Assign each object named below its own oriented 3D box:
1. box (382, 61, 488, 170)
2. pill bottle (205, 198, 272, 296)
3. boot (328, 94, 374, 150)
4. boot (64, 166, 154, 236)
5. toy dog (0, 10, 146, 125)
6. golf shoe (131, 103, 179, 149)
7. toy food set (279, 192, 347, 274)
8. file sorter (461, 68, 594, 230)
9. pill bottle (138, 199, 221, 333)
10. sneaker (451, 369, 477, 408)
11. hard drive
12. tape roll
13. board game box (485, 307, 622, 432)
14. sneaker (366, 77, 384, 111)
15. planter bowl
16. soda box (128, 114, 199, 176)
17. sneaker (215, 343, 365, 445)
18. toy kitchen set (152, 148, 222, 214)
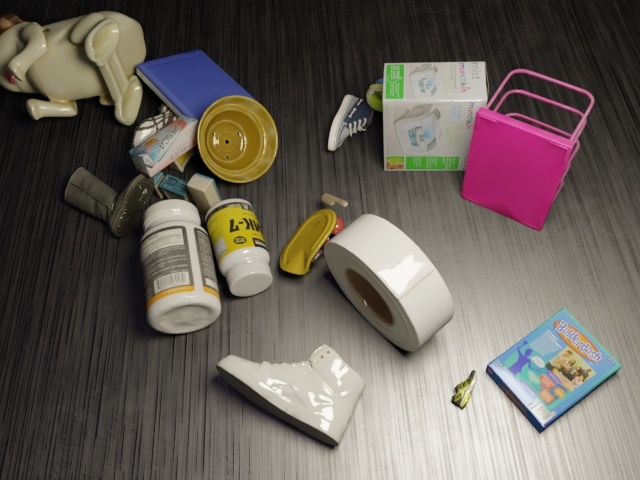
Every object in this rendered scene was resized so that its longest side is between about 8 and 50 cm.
[{"bbox_3d":[0.265,-0.291,1.497,0.231,0.262,0.126,2,60,7],"label":"box"},{"bbox_3d":[-0.186,0.016,1.448,0.119,0.119,0.208,-19,59,-5],"label":"pill bottle"},{"bbox_3d":[0.083,-0.304,1.637,0.086,0.069,0.190,15,60,10],"label":"boot"},{"bbox_3d":[-0.534,-0.128,1.582,0.208,0.076,0.189,36,95,29],"label":"boot"},{"bbox_3d":[-0.724,-0.521,1.744,0.408,0.284,0.395,1,59,10],"label":"toy dog"},{"bbox_3d":[-0.423,-0.297,1.690,0.094,0.077,0.198,28,67,21],"label":"golf shoe"},{"bbox_3d":[0.000,0.000,1.455,0.218,0.071,0.128,-54,30,-12],"label":"toy food set"},{"bbox_3d":[0.463,-0.206,1.409,0.202,0.290,0.182,27,63,21],"label":"file sorter"},{"bbox_3d":[-0.322,0.055,1.417,0.162,0.162,0.278,-15,58,-2],"label":"pill bottle"},{"bbox_3d":[0.292,0.297,1.274,0.035,0.031,0.083,22,64,19],"label":"sneaker"},{"bbox_3d":[-0.333,-0.413,1.733,0.210,0.040,0.318,-26,57,-33],"label":"hard drive"},{"bbox_3d":[0.134,0.086,1.272,0.100,0.286,0.286,-38,62,-16],"label":"tape roll"},{"bbox_3d":[0.468,0.258,1.268,0.210,0.047,0.160,-32,60,-12],"label":"board game box"},{"bbox_3d":[0.243,-0.378,1.652,0.240,0.091,0.126,17,41,-3],"label":"sneaker"},{"bbox_3d":[-0.225,-0.255,1.607,0.217,0.217,0.090,-46,23,-19],"label":"planter bowl"},{"bbox_3d":[-0.375,-0.234,1.544,0.058,0.063,0.183,23,52,32],"label":"soda box"},{"bbox_3d":[-0.054,0.275,1.293,0.293,0.108,0.169,27,64,10],"label":"sneaker"},{"bbox_3d":[-0.320,-0.181,1.580,0.207,0.122,0.166,21,64,17],"label":"toy kitchen set"}]
